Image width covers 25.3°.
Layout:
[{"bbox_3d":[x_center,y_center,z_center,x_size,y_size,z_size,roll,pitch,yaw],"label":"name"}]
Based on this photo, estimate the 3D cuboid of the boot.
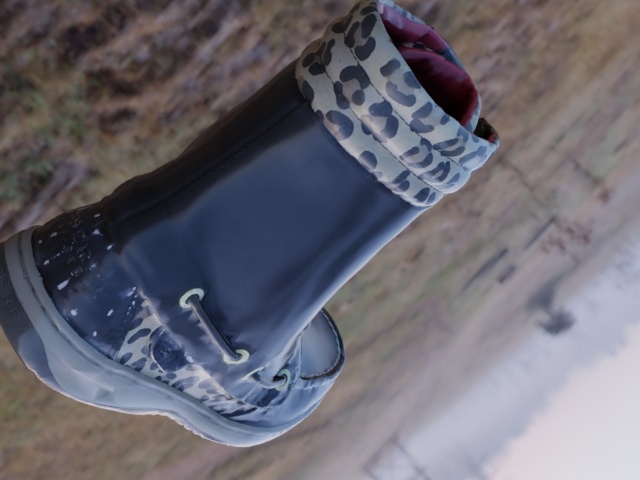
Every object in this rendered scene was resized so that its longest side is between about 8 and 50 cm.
[{"bbox_3d":[0.000,0.001,0.574,0.179,0.085,0.236,-35,157,16],"label":"boot"}]
